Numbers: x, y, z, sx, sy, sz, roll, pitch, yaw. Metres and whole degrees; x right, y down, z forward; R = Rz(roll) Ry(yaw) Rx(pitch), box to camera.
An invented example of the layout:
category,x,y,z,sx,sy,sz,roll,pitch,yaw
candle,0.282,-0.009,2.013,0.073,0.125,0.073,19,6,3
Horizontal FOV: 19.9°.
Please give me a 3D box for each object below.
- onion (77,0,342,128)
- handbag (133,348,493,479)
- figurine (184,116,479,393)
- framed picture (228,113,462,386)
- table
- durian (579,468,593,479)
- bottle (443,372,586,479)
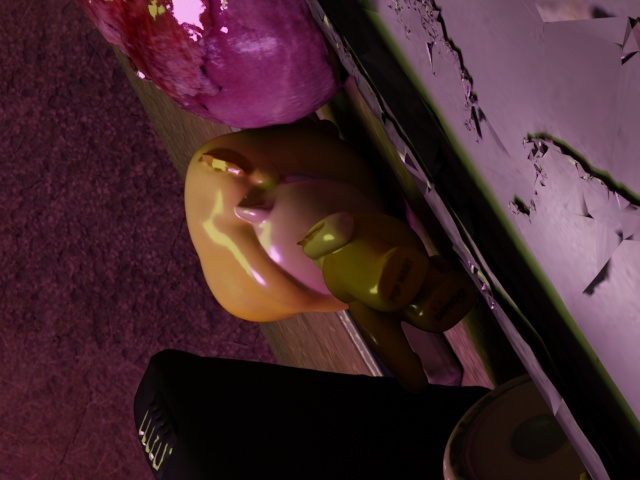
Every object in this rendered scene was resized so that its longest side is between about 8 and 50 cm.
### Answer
category,x,y,z,sx,sy,sz,roll,pitch,yaw
onion,-0.092,-0.181,1.007,0.227,0.120,0.283,53,170,30
handbag,0.040,0.155,0.935,0.275,0.244,0.088,-131,52,-57
figurine,0.000,0.000,1.069,0.156,0.131,0.246,27,-178,-28
framed picture,-0.018,-0.047,1.377,0.446,0.028,0.326,60,174,17
table,-0.054,-0.025,0.445,0.335,0.272,0.222,59,157,23
durian,0.136,0.182,0.613,0.237,0.138,0.193,61,174,-1
bottle,0.115,0.136,0.782,0.099,0.099,0.152,53,170,54
